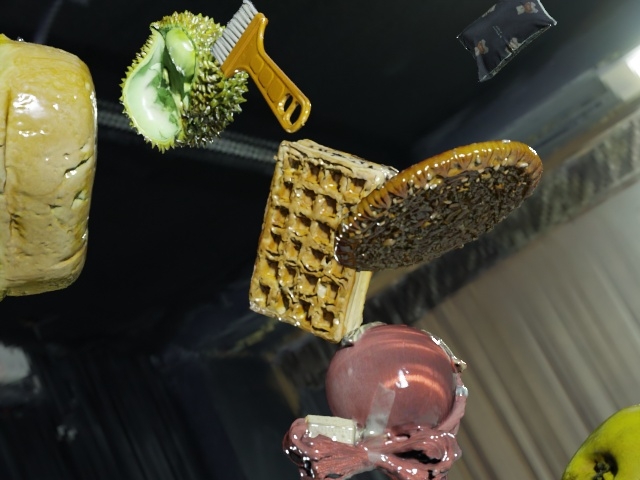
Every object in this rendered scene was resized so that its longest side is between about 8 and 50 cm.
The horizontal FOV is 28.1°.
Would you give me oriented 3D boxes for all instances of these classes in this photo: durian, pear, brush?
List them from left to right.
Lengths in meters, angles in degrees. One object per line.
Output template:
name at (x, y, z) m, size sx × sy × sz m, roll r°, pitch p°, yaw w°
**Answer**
durian at (-0.223, -0.270, 2.175) m, size 0.176 × 0.200 × 0.237 m, roll 2°, pitch -63°, yaw -46°
brush at (-0.069, -0.201, 1.513) m, size 0.017 × 0.314 × 0.090 m, roll 25°, pitch -72°, yaw -31°
pear at (0.551, 0.400, 1.956) m, size 0.375 × 0.287 × 0.287 m, roll 18°, pitch -38°, yaw -16°

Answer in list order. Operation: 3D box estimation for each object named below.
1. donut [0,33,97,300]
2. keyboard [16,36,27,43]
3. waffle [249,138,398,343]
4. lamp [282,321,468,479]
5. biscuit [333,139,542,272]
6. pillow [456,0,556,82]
donut at (-0.286, -0.072, 1.216) m, size 0.128 × 0.208 × 0.261 m, roll 1°, pitch -43°, yaw -18°
keyboard at (-0.374, -0.219, 1.653) m, size 0.010 × 0.053 × 0.155 m, roll 8°, pitch -7°, yaw 3°
waffle at (-0.001, 0.000, 2.179) m, size 0.091 × 0.213 × 0.308 m, roll -7°, pitch -66°, yaw -55°
lamp at (0.067, 0.177, 1.436) m, size 0.215 × 0.223 × 0.151 m, roll 5°, pitch -63°, yaw -6°
biscuit at (0.157, -0.036, 1.699) m, size 0.305 × 0.038 × 0.305 m, roll -20°, pitch -22°, yaw -9°
pillow at (0.272, -0.309, 1.879) m, size 0.150 × 0.090 × 0.048 m, roll -41°, pitch -9°, yaw 33°
